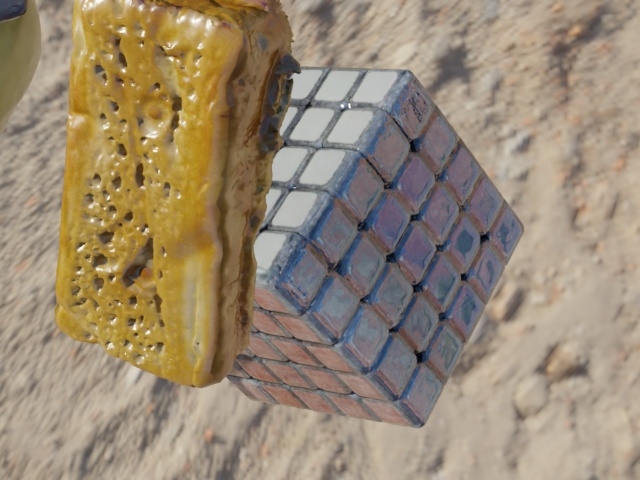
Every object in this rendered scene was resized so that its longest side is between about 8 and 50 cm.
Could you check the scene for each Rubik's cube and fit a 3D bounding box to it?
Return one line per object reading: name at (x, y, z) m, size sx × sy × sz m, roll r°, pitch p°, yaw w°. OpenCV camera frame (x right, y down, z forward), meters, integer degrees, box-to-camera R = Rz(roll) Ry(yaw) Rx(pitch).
Rubik's cube at (0.000, 0.000, 1.394) m, size 0.237 × 0.238 × 0.237 m, roll 47°, pitch 61°, yaw -37°

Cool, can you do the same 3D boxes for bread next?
bread at (-0.087, -0.036, 0.943) m, size 0.139 × 0.077 × 0.271 m, roll 19°, pitch 126°, yaw 15°

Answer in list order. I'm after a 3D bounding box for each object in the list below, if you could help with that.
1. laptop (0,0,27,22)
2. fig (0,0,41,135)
laptop at (-0.355, -0.217, 1.263) m, size 0.207 × 0.026 × 0.154 m, roll -17°, pitch 70°, yaw -15°
fig at (-0.428, -0.182, 1.471) m, size 0.343 × 0.343 × 0.343 m, roll 0°, pitch 95°, yaw -4°
